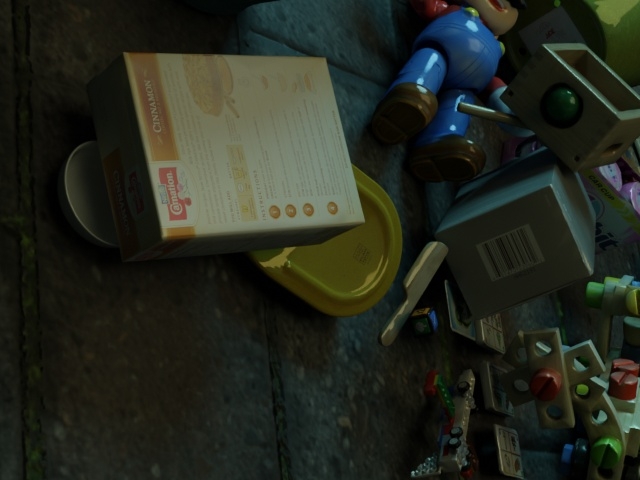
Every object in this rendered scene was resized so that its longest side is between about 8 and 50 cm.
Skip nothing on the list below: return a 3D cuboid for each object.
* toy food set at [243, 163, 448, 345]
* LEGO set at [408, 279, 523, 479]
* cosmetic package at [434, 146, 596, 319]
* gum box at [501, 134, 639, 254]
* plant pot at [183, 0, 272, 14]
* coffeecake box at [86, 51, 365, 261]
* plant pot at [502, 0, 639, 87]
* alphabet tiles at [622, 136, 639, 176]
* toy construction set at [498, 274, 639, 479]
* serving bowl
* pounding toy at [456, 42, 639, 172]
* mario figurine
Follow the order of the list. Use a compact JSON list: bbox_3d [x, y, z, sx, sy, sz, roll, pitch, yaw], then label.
[{"bbox_3d":[0.000,0.000,1.082,0.218,0.071,0.128,37,71,-31],"label":"toy food set"},{"bbox_3d":[0.132,0.138,1.177,0.244,0.060,0.182,28,53,-63],"label":"LEGO set"},{"bbox_3d":[0.203,-0.017,1.230,0.107,0.127,0.238,64,20,-5],"label":"cosmetic package"},{"bbox_3d":[0.305,-0.065,1.446,0.188,0.107,0.062,40,45,-32],"label":"gum box"},{"bbox_3d":[-0.030,-0.327,1.042,0.271,0.255,0.272,25,55,-42],"label":"plant pot"},{"bbox_3d":[-0.071,-0.066,0.936,0.185,0.068,0.142,-5,77,-37],"label":"coffeecake box"},{"bbox_3d":[0.356,-0.294,1.499,0.293,0.274,0.275,-38,103,-42],"label":"plant pot"},{"bbox_3d":[0.400,-0.153,1.672,0.237,0.009,0.198,-14,84,-58],"label":"alphabet tiles"},{"bbox_3d":[0.313,0.140,1.297,0.327,0.151,0.215,-22,122,-52],"label":"toy construction set"},{"bbox_3d":[-0.166,-0.031,0.916,0.083,0.027,0.083,26,54,-41],"label":"serving bowl"},{"bbox_3d":[0.237,-0.130,1.220,0.130,0.100,0.141,48,30,18],"label":"pounding toy"},{"bbox_3d":[0.167,-0.227,1.297,0.198,0.170,0.321,77,27,-54],"label":"mario figurine"}]
